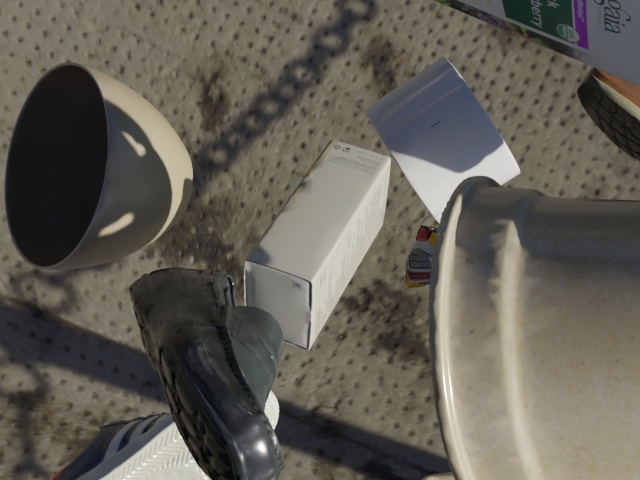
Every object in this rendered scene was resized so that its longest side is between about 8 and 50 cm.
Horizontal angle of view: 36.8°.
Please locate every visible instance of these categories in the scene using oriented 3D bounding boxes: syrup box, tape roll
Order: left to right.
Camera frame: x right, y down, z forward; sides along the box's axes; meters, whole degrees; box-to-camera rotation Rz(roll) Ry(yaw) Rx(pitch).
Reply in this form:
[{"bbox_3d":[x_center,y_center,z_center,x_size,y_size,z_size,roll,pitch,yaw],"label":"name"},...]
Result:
[{"bbox_3d":[0.212,-0.174,1.675,0.169,0.246,0.246,-33,84,8],"label":"tape roll"},{"bbox_3d":[0.149,-0.210,0.679,0.237,0.093,0.096,32,78,28],"label":"syrup box"}]

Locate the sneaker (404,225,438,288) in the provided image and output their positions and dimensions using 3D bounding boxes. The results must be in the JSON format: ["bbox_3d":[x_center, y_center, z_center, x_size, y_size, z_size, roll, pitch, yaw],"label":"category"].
[{"bbox_3d":[0.206,0.067,1.177,0.225,0.088,0.092,29,100,22],"label":"sneaker"}]

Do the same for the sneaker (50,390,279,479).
[{"bbox_3d":[-0.231,0.286,1.360,0.350,0.148,0.131,-27,117,-13],"label":"sneaker"}]

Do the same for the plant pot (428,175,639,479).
[{"bbox_3d":[0.300,0.088,0.871,0.306,0.334,0.333,-6,78,27],"label":"plant pot"}]

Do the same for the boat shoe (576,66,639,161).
[{"bbox_3d":[0.520,-0.157,1.364,0.324,0.122,0.120,36,83,2],"label":"boat shoe"}]

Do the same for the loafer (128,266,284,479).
[{"bbox_3d":[-0.057,0.066,0.563,0.078,0.223,0.076,-17,114,-14],"label":"loafer"}]

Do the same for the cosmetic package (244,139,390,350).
[{"bbox_3d":[0.000,0.000,1.499,0.113,0.160,0.309,20,46,16],"label":"cosmetic package"}]

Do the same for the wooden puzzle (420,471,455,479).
[{"bbox_3d":[0.344,0.511,1.497,0.348,0.080,0.322,-9,80,4],"label":"wooden puzzle"}]

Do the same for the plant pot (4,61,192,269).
[{"bbox_3d":[-0.297,-0.093,1.368,0.191,0.284,0.284,8,75,-44],"label":"plant pot"}]
